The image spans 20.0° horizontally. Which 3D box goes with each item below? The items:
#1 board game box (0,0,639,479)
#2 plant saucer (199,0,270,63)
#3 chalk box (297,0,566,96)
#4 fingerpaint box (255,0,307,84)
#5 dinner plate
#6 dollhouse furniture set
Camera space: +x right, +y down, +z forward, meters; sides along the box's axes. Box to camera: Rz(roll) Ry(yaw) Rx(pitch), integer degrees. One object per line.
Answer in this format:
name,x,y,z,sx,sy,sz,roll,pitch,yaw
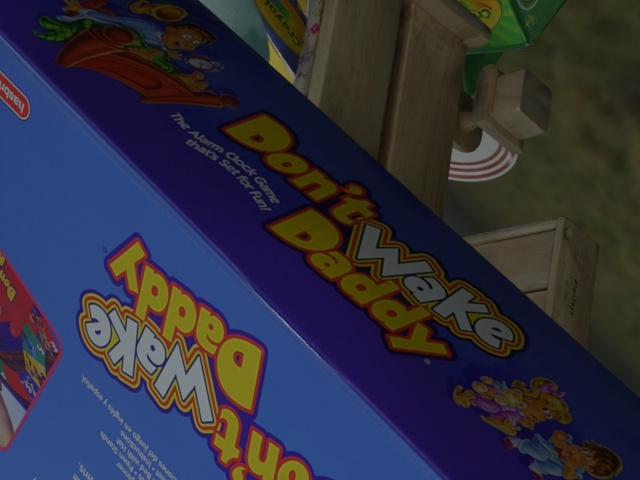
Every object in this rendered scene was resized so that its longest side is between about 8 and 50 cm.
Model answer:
board game box,-0.012,0.105,0.532,0.078,0.233,0.347,-17,-130,-43
plant saucer,-0.117,-0.141,1.039,0.195,0.037,0.195,31,152,18
chalk box,0.083,-0.237,1.253,0.179,0.180,0.289,0,131,40
fingerpaint box,-0.127,-0.358,1.979,0.445,0.163,0.371,59,-153,-3
dinner plate,0.114,-0.101,1.665,0.141,0.017,0.141,14,152,8
dollhouse furniture set,0.000,0.000,1.126,0.173,0.303,0.355,-13,146,39
